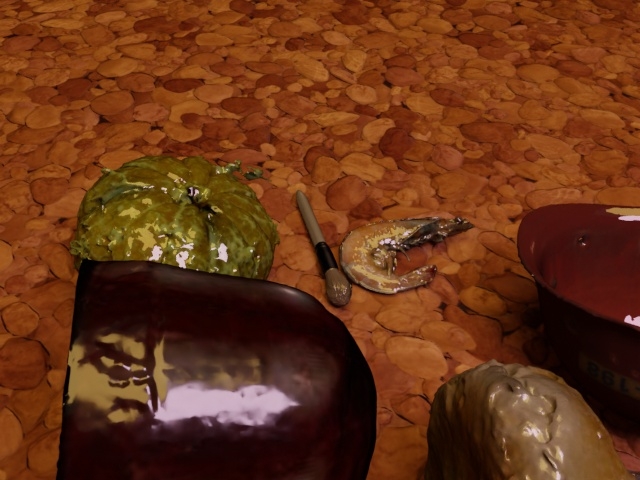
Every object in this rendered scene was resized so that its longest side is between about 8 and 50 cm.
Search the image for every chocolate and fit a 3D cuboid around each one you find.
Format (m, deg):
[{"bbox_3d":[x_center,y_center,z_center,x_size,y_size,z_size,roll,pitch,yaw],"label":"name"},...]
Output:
[{"bbox_3d":[-0.113,0.199,0.739,0.331,0.384,0.384,4,42,-19],"label":"chocolate"}]

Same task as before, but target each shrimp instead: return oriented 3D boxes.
[{"bbox_3d":[0.154,0.018,1.121,0.251,0.052,0.144,-17,57,-7],"label":"shrimp"}]

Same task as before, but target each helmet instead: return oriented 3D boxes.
[{"bbox_3d":[0.443,0.118,0.887,0.384,0.230,0.337,19,36,34],"label":"helmet"}]

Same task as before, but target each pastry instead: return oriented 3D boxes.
[{"bbox_3d":[0.202,0.271,0.667,0.136,0.330,0.330,-1,43,-11],"label":"pastry"}]

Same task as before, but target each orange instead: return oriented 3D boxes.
[{"bbox_3d":[-0.209,0.014,0.983,0.300,0.223,0.301,5,39,-17],"label":"orange"}]

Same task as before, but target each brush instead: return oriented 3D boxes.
[{"bbox_3d":[0.000,0.000,1.138,0.039,0.042,0.299,6,39,-23],"label":"brush"}]

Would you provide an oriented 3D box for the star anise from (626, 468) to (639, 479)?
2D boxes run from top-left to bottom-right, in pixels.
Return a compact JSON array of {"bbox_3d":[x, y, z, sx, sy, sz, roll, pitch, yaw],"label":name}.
[{"bbox_3d":[0.464,0.307,0.810,0.204,0.061,0.180,-31,45,-32],"label":"star anise"}]
